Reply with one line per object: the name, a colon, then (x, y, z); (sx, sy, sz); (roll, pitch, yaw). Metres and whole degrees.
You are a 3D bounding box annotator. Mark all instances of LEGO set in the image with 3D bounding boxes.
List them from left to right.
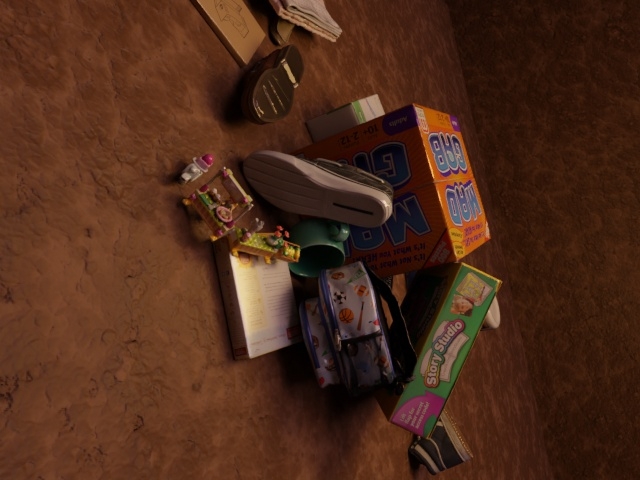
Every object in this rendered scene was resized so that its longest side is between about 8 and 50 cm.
LEGO set: (-0.131, -0.047, 0.881); (0.287, 0.107, 0.132); (42, 30, -17)

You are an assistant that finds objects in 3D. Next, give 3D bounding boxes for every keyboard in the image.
keyboard: (0.219, 0.097, 1.508); (0.100, 0.038, 0.191); (44, 42, -39)

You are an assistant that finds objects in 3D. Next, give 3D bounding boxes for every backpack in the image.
backpack: (0.065, 0.180, 1.025); (0.276, 0.214, 0.263); (165, -82, -86)

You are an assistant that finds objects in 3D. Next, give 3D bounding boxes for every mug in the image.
mug: (-0.001, 0.006, 1.087); (0.129, 0.158, 0.097); (63, 15, -50)

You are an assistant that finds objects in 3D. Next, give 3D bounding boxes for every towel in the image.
towel: (-0.087, -0.733, 1.335); (0.332, 0.054, 0.316); (-17, 78, -61)

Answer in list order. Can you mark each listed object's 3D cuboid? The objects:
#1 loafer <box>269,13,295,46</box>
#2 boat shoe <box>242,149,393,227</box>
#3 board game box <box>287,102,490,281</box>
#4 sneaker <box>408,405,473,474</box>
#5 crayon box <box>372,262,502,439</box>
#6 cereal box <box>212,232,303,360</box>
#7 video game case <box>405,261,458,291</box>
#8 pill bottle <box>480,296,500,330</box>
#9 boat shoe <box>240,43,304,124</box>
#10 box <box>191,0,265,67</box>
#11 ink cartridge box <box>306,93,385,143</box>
loafer: (-0.100, -0.594, 1.306); (0.056, 0.050, 0.147); (37, 45, -41)
boat shoe: (-0.002, -0.121, 1.044); (0.119, 0.336, 0.121); (-60, 169, -53)
board game box: (0.187, -0.108, 1.243); (0.357, 0.357, 0.355); (-15, 89, -58)
sneaker: (0.323, 0.561, 1.424); (0.099, 0.153, 0.282); (50, 8, -29)
crayon box: (0.249, 0.231, 1.123); (0.313, 0.106, 0.362); (160, -44, -86)
cereal box: (-0.123, 0.105, 0.957); (0.173, 0.048, 0.239); (-1, 78, -57)
video game case: (0.405, 0.069, 1.723); (0.245, 0.061, 0.269); (14, 66, -35)
pill bottle: (0.442, 0.236, 1.577); (0.153, 0.265, 0.153); (33, 49, -49)
boat shoe: (-0.127, -0.353, 1.112); (0.110, 0.105, 0.307); (64, 30, -32)
box: (-0.218, -0.534, 1.123); (0.201, 0.021, 0.164); (51, 39, -34)
ink cartridge box: (0.080, -0.346, 1.377); (0.212, 0.155, 0.093); (-44, 114, -56)
